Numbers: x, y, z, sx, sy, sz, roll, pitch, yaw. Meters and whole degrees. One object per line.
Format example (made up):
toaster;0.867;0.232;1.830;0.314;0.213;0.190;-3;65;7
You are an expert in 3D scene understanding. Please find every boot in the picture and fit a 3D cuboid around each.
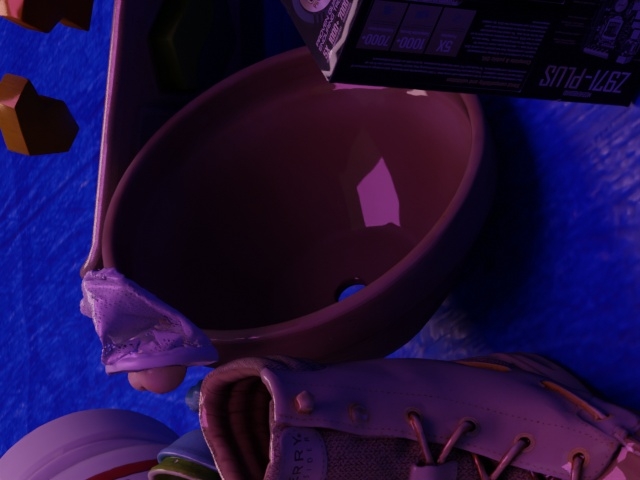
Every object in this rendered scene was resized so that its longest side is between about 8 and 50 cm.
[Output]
boot;0.071;0.113;0.905;0.262;0.203;0.095;32;115;59

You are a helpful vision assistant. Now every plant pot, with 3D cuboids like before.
plant pot;0.000;0.000;1.107;0.237;0.237;0.110;57;176;50

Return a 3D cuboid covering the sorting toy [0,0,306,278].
sorting toy;-0.090;-0.084;1.184;0.041;0.307;0.229;16;101;31

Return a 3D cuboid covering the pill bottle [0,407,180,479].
pill bottle;-0.085;0.271;1.171;0.408;0.229;0.229;44;125;57

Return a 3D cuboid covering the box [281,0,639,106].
box;0.093;-0.150;0.919;0.077;0.180;0.147;62;141;43

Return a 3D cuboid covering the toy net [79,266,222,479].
toy net;-0.064;0.095;1.027;0.122;0.232;0.045;14;64;29
